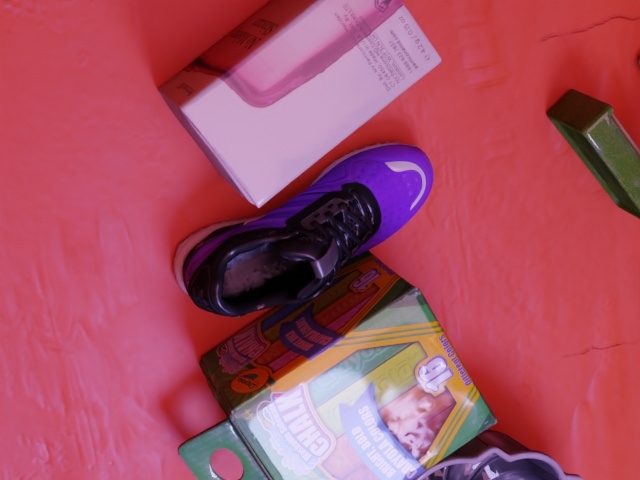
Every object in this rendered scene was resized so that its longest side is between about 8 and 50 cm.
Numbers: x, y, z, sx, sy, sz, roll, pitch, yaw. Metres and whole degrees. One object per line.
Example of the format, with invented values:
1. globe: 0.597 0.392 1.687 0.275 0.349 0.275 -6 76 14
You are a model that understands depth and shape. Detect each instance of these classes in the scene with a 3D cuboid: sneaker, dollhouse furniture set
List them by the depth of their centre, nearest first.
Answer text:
1. sneaker: 0.000 0.001 1.336 0.293 0.146 0.102 -28 109 -8
2. dollhouse furniture set: 0.405 -0.110 1.343 0.197 0.301 0.151 -41 113 -1

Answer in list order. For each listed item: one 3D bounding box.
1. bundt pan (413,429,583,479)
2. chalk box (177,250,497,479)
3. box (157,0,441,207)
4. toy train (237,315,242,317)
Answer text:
1. bundt pan: 0.138 0.344 1.456 0.331 0.124 0.330 -8 115 -18
2. chalk box: -0.003 0.173 1.360 0.289 0.179 0.180 -35 109 -6
3. box: -0.025 -0.162 1.289 0.232 0.148 0.127 -39 110 -5
4. toy train: -0.056 0.061 1.400 0.083 0.024 0.017 -26 109 -9
